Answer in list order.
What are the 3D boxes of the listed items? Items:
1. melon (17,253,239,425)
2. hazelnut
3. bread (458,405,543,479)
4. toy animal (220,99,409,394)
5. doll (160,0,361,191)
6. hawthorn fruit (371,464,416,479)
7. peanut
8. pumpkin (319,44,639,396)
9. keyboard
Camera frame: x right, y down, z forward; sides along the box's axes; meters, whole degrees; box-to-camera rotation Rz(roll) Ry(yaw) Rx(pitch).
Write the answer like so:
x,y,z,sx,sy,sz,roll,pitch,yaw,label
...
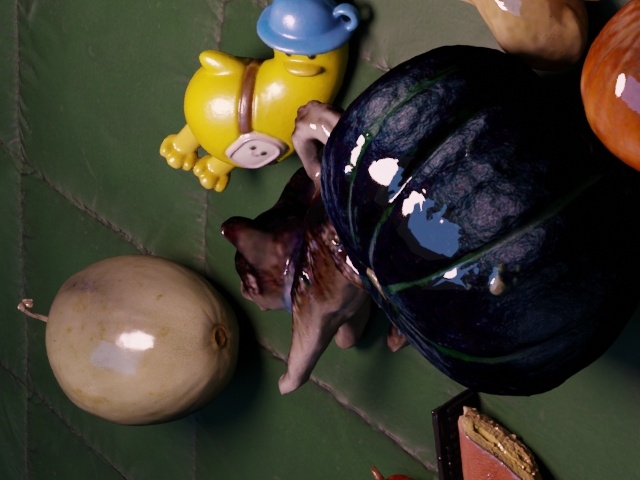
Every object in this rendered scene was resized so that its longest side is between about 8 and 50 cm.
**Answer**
x,y,z,sx,sy,sz,roll,pitch,yaw,label
-0.260,0.145,2.188,0.308,0.271,0.272,21,125,60,melon
0.320,-0.151,1.399,0.182,0.182,0.182,27,128,40,hazelnut
0.226,0.303,1.837,0.119,0.067,0.192,10,116,37,bread
0.000,0.000,1.861,0.344,0.194,0.303,-27,93,51,toy animal
-0.061,-0.186,1.893,0.199,0.145,0.363,31,136,-19,doll
0.106,0.401,1.966,0.173,0.173,0.179,18,122,45,hawthorn fruit
0.173,-0.279,1.557,0.274,0.111,0.125,52,146,18,peanut
0.164,-0.020,1.539,0.363,0.266,0.363,51,171,11,pumpkin
0.177,0.309,1.886,0.017,0.087,0.251,11,117,42,keyboard
